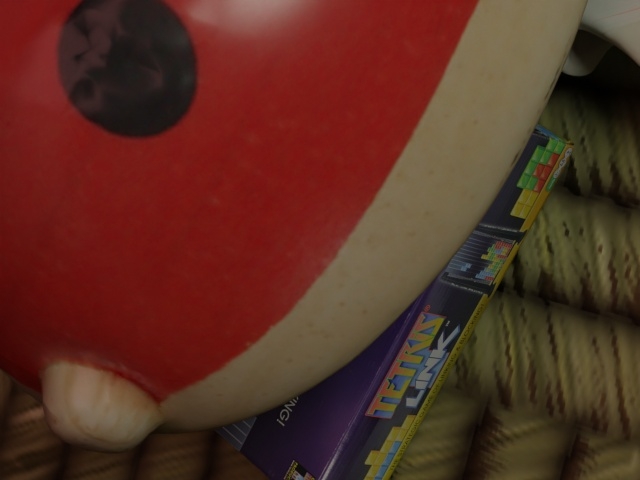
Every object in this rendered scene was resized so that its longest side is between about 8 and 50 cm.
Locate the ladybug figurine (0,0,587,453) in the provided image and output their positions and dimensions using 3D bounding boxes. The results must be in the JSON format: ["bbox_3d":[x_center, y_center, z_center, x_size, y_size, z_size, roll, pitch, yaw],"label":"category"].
[{"bbox_3d":[-0.047,-0.147,0.667,0.305,0.162,0.449,-7,64,31],"label":"ladybug figurine"}]

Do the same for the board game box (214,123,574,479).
[{"bbox_3d":[0.000,0.000,0.729,0.141,0.048,0.170,36,105,37],"label":"board game box"}]

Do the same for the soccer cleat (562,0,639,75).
[{"bbox_3d":[0.161,-0.071,0.611,0.196,0.068,0.076,22,101,45],"label":"soccer cleat"}]
